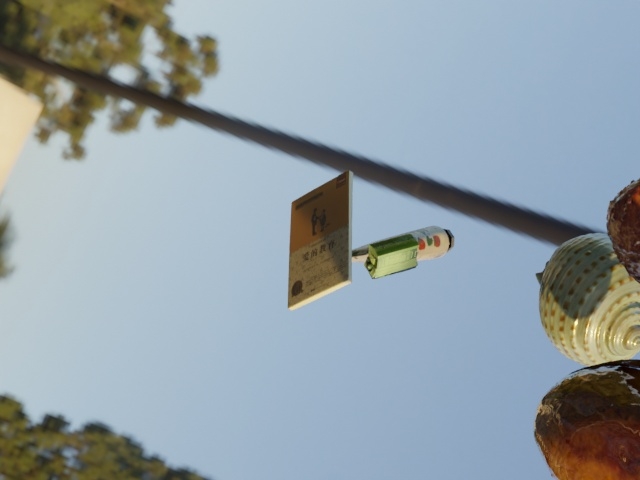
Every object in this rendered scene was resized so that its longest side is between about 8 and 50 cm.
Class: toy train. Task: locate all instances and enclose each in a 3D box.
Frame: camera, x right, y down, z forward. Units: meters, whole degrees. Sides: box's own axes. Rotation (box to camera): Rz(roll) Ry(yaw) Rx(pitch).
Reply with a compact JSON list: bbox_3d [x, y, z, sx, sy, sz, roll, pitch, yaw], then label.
[{"bbox_3d":[0.115,0.025,2.066,0.038,0.093,0.056,56,-28,40],"label":"toy train"}]

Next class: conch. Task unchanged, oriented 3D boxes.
[{"bbox_3d":[0.367,0.080,1.782,0.200,0.131,0.172,32,-67,28],"label":"conch"}]

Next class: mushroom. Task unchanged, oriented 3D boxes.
[{"bbox_3d":[0.349,0.232,1.366,0.254,0.267,0.267,-51,-158,32],"label":"mushroom"}]

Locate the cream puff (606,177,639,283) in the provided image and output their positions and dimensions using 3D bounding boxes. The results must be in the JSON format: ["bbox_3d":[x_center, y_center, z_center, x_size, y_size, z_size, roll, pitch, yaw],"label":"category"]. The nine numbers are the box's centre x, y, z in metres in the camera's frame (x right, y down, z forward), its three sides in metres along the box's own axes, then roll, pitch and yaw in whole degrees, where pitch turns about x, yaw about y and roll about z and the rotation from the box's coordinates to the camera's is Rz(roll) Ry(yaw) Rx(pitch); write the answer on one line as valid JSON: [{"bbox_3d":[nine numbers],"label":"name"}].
[{"bbox_3d":[0.476,-0.010,1.586,0.240,0.240,0.164,-41,-140,51],"label":"cream puff"}]

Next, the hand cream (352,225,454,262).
[{"bbox_3d":[0.137,0.013,2.241,0.095,0.276,0.059,-6,-88,41],"label":"hand cream"}]

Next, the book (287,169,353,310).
[{"bbox_3d":[0.000,0.000,1.742,0.118,0.012,0.172,-27,-131,38],"label":"book"}]
